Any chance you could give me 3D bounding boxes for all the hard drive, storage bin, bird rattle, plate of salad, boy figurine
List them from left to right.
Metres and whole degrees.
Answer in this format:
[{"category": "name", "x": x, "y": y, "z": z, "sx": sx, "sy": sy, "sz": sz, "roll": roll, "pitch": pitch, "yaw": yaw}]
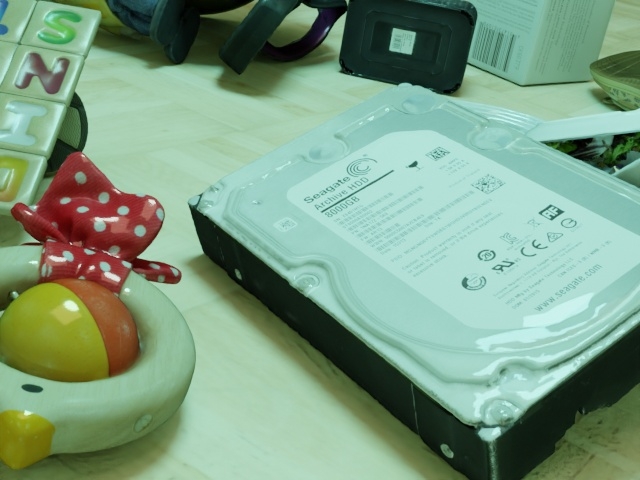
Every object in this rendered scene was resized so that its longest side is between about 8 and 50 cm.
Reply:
[{"category": "bird rattle", "x": -0.167, "y": 0.051, "z": 0.568, "sx": 0.207, "sy": 0.143, "sz": 0.253, "roll": 39, "pitch": 23, "yaw": 27}, {"category": "boy figurine", "x": -0.310, "y": -0.329, "z": 1.273, "sx": 0.285, "sy": 0.092, "sz": 0.177, "roll": 18, "pitch": -11, "yaw": 17}, {"category": "storage bin", "x": 0.127, "y": -0.292, "z": 1.354, "sx": 0.180, "sy": 0.122, "sz": 0.084, "roll": 13, "pitch": 25, "yaw": 6}, {"category": "hard drive", "x": 0.087, "y": 0.003, "z": 0.682, "sx": 0.237, "sy": 0.064, "sz": 0.339, "roll": -30, "pitch": 41, "yaw": -22}, {"category": "plate of salad", "x": 0.261, "y": -0.088, "z": 0.808, "sx": 0.199, "sy": 0.048, "sz": 0.200, "roll": -8, "pitch": 7, "yaw": 1}]

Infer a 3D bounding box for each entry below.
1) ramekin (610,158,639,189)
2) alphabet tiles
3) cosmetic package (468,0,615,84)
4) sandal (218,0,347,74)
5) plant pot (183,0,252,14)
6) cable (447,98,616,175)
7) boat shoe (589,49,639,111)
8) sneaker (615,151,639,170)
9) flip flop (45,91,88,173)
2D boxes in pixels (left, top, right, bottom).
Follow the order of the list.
[{"category": "ramekin", "x": 0.360, "y": -0.032, "z": 0.722, "sx": 0.277, "sy": 0.277, "sz": 0.135, "roll": -15, "pitch": 79, "yaw": -43}, {"category": "alphabet tiles", "x": -0.348, "y": -0.133, "z": 0.766, "sx": 0.285, "sy": 0.011, "sz": 0.342, "roll": 10, "pitch": 55, "yaw": -3}, {"category": "cosmetic package", "x": 0.348, "y": -0.347, "z": 1.520, "sx": 0.183, "sy": 0.151, "sz": 0.151, "roll": -11, "pitch": 33, "yaw": -39}, {"category": "sandal", "x": -0.037, "y": -0.315, "z": 1.350, "sx": 0.107, "sy": 0.167, "sz": 0.446, "roll": 39, "pitch": 27, "yaw": -10}, {"category": "plant pot", "x": -0.162, "y": -0.485, "z": 1.322, "sx": 0.366, "sy": 0.366, "sz": 0.353, "roll": 4, "pitch": 19, "yaw": -13}, {"category": "cable", "x": 0.158, "y": -0.067, "z": 0.923, "sx": 0.257, "sy": 0.089, "sz": 0.257, "roll": 16, "pitch": 26, "yaw": 14}, {"category": "boat shoe", "x": 0.488, "y": -0.211, "z": 1.382, "sx": 0.104, "sy": 0.089, "sz": 0.285, "roll": -21, "pitch": 27, "yaw": -3}, {"category": "sneaker", "x": 0.422, "y": -0.123, "z": 0.982, "sx": 0.305, "sy": 0.152, "sz": 0.114, "roll": -6, "pitch": 31, "yaw": -29}, {"category": "flip flop", "x": -0.350, "y": -0.113, "z": 0.837, "sx": 0.277, "sy": 0.112, "sz": 0.080, "roll": -3, "pitch": 13, "yaw": -15}]
